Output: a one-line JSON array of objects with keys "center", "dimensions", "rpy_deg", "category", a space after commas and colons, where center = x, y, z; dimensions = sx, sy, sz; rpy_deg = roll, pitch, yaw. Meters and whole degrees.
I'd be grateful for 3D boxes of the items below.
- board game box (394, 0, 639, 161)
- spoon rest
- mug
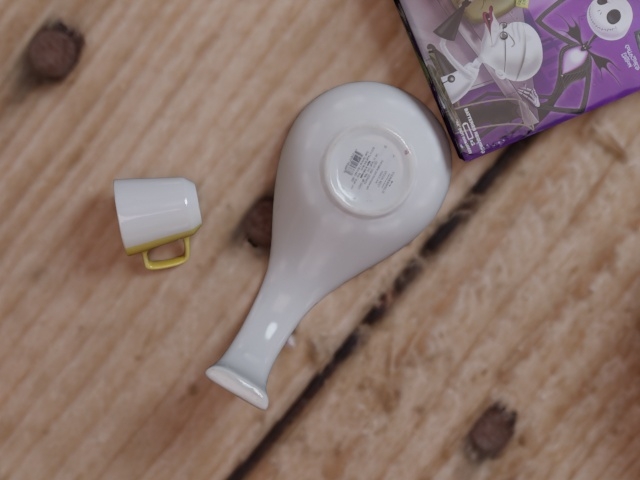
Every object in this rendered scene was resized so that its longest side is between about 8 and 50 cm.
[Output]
[{"center": [0.139, -0.258, 0.908], "dimensions": [0.208, 0.056, 0.347], "rpy_deg": [-23, 97, 1], "category": "board game box"}, {"center": [0.000, 0.000, 0.943], "dimensions": [0.137, 0.084, 0.276], "rpy_deg": [32, 85, -4], "category": "spoon rest"}, {"center": [-0.129, -0.020, 0.951], "dimensions": [0.064, 0.078, 0.062], "rpy_deg": [-11, 65, -5], "category": "mug"}]
